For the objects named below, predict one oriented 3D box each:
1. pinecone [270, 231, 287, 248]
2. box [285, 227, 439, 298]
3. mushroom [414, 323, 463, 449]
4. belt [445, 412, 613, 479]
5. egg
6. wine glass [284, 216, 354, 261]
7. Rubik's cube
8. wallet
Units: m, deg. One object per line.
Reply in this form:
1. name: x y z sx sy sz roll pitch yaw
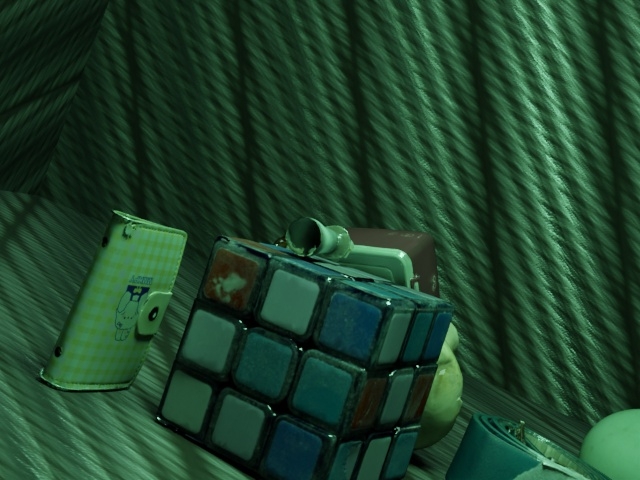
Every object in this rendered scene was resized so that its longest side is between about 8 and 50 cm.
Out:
1. pinecone: -0.045 0.156 2.434 0.398 0.397 0.398 21 3 -1
2. box: 0.089 0.074 2.041 0.294 0.193 0.167 4 23 31
3. mushroom: 0.150 0.283 2.182 0.315 0.315 0.356 20 5 -8
4. belt: 0.402 0.457 1.952 0.300 0.173 0.436 24 4 0
5. egg: 0.690 0.497 2.162 0.276 0.276 0.389 20 7 -11
6. wine glass: 0.000 0.000 1.814 0.072 0.072 0.155 22 4 22
7. Rubik's cube: -0.011 0.211 1.787 0.362 0.358 0.363 18 5 29
8. wallet: -0.345 0.110 1.784 0.077 0.309 0.223 27 5 29
